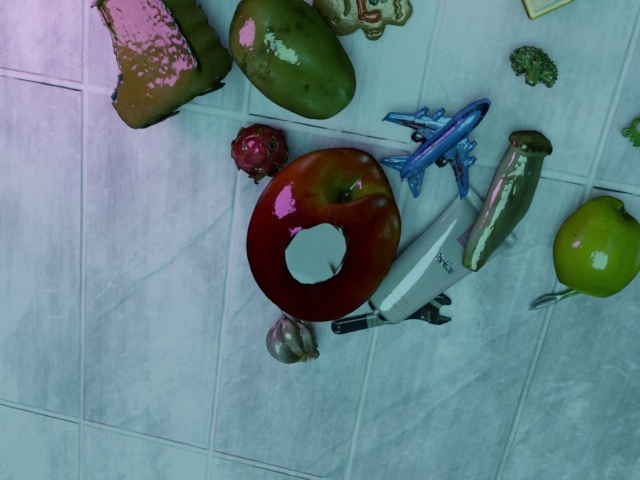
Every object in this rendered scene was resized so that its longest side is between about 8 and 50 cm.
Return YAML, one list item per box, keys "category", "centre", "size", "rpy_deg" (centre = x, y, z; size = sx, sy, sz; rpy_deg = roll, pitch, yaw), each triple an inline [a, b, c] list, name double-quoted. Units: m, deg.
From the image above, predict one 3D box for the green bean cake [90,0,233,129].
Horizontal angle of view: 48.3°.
- category: "green bean cake"
  centre: [-0.365, -0.431, 1.566]
  size: [0.285, 0.202, 0.310]
  rpy_deg: [-19, 106, 30]

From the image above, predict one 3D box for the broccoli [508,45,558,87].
- category: "broccoli"
  centre: [0.442, -0.354, 1.483]
  size: [0.095, 0.097, 0.092]
  rpy_deg: [10, 69, 26]

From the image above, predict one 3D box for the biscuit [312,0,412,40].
- category: "biscuit"
  centre: [0.082, -0.508, 1.521]
  size: [0.226, 0.036, 0.166]
  rpy_deg: [-2, 113, 12]

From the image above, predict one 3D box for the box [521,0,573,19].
- category: "box"
  centre: [0.513, -0.584, 1.377]
  size: [0.302, 0.084, 0.192]
  rpy_deg: [-22, 106, 19]

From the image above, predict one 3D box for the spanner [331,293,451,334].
- category: "spanner"
  centre: [0.178, 0.198, 1.795]
  size: [0.316, 0.024, 0.087]
  rpy_deg: [-14, 114, 16]

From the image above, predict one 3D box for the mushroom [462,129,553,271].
- category: "mushroom"
  centre: [0.410, -0.084, 1.577]
  size: [0.107, 0.087, 0.333]
  rpy_deg: [15, 103, -17]

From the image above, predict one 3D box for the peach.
- category: "peach"
  centre: [0.004, -0.004, 1.595]
  size: [0.335, 0.310, 0.406]
  rpy_deg: [28, 114, -4]

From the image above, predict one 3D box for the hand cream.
- category: "hand cream"
  centre: [0.267, 0.054, 1.676]
  size: [0.359, 0.118, 0.185]
  rpy_deg: [-41, 101, 15]

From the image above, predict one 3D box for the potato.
- category: "potato"
  centre: [-0.062, -0.387, 1.502]
  size: [0.216, 0.216, 0.304]
  rpy_deg: [-31, 107, 21]

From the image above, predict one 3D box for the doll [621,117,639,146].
- category: "doll"
  centre: [0.724, -0.259, 1.487]
  size: [0.190, 0.050, 0.115]
  rpy_deg: [-25, 112, 18]

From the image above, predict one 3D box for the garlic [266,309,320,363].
- category: "garlic"
  centre: [-0.086, 0.224, 1.794]
  size: [0.127, 0.131, 0.194]
  rpy_deg: [-16, 117, 14]

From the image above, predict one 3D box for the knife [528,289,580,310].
- category: "knife"
  centre: [0.579, 0.127, 1.686]
  size: [0.184, 0.026, 0.022]
  rpy_deg: [-22, 146, 16]

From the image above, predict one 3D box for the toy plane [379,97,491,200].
- category: "toy plane"
  centre: [0.266, -0.217, 1.563]
  size: [0.254, 0.105, 0.271]
  rpy_deg: [44, 112, -9]

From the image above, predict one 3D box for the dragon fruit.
- category: "dragon fruit"
  centre: [-0.132, -0.206, 1.631]
  size: [0.133, 0.166, 0.136]
  rpy_deg: [-33, 102, -25]

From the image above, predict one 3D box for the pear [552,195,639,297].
- category: "pear"
  centre: [0.609, 0.014, 1.554]
  size: [0.187, 0.187, 0.219]
  rpy_deg: [21, 101, 2]
